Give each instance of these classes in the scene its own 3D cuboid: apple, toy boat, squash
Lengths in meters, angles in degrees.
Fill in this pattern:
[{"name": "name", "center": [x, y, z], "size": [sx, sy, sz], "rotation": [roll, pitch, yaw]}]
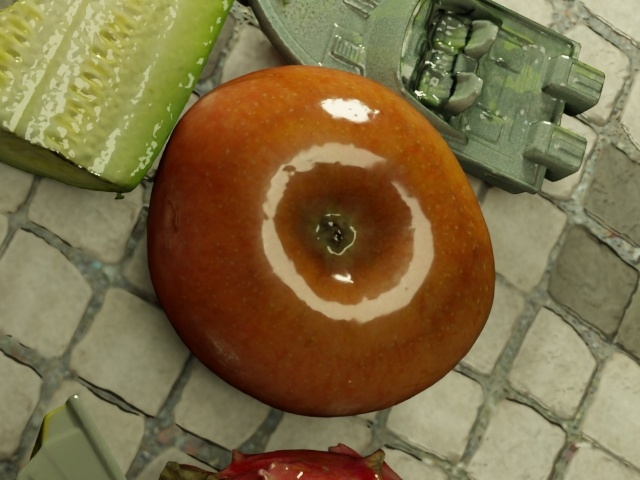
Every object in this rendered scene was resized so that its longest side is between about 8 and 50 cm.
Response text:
[{"name": "apple", "center": [0.000, 0.000, 1.337], "size": [0.251, 0.206, 0.272], "rotation": [-20, 92, -21]}, {"name": "toy boat", "center": [0.077, -0.152, 1.453], "size": [0.319, 0.092, 0.141], "rotation": [23, 72, -18]}, {"name": "squash", "center": [-0.178, -0.190, 1.339], "size": [0.203, 0.111, 0.288], "rotation": [27, 75, -24]}]

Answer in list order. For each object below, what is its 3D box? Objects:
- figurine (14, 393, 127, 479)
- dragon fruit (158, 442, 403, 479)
[{"name": "figurine", "center": [-0.254, 0.256, 1.197], "size": [0.285, 0.167, 0.342], "rotation": [-26, 98, -29]}, {"name": "dragon fruit", "center": [-0.007, 0.242, 1.306], "size": [0.268, 0.210, 0.205], "rotation": [35, 53, -9]}]
